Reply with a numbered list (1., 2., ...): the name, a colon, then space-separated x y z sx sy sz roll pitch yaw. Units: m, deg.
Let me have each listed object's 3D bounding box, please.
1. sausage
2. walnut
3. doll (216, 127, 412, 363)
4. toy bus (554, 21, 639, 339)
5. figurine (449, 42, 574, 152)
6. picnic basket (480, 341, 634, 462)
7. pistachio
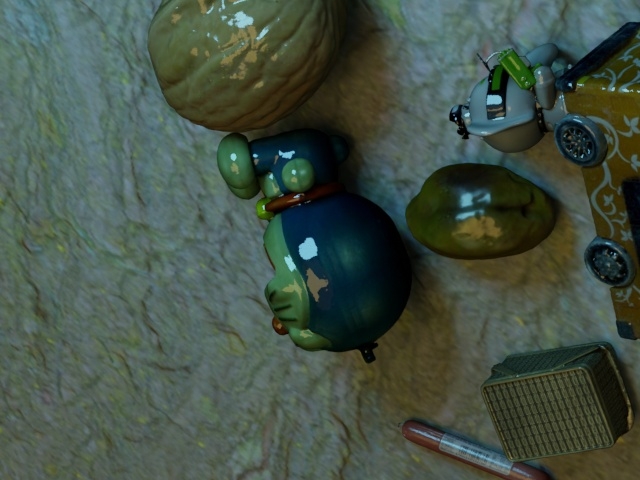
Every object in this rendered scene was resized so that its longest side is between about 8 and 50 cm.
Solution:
1. sausage: 0.198 0.274 2.105 0.223 0.029 0.029 20 119 23
2. walnut: -0.082 -0.244 1.946 0.261 0.225 0.225 -28 94 35
3. doll: 0.000 0.000 2.012 0.186 0.198 0.322 -22 87 0
4. toy bus: 0.383 -0.052 1.728 0.194 0.162 0.323 9 127 43
5. figurine: 0.235 -0.153 1.842 0.192 0.147 0.126 -11 90 21
6. picnic basket: 0.286 0.194 1.986 0.164 0.079 0.115 -14 102 35
7. pistachio: 0.179 -0.030 1.940 0.189 0.110 0.100 7 146 28
